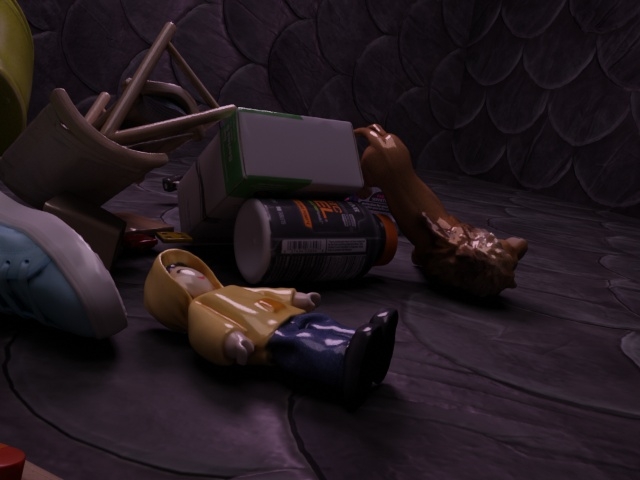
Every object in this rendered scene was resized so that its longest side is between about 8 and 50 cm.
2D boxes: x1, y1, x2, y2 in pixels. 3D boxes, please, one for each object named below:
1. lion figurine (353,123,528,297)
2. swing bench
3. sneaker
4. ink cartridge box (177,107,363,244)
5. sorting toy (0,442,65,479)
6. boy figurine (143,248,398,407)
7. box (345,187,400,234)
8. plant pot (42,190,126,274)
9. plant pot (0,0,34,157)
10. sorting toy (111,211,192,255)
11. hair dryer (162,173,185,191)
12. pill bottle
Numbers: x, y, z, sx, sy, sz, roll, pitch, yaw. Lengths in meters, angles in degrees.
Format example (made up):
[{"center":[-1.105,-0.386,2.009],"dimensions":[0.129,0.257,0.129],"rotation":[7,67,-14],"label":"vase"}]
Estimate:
[{"center":[0.155,-0.063,0.991],"dimensions":[0.392,0.142,0.240],"rotation":[44,1,-1],"label":"lion figurine"},{"center":[-0.311,-0.156,0.903],"dimensions":[0.253,0.165,0.255],"rotation":[-20,25,44],"label":"swing bench"},{"center":[-0.363,0.040,0.653],"dimensions":[0.366,0.135,0.150],"rotation":[21,48,34],"label":"sneaker"},{"center":[-0.099,-0.093,1.009],"dimensions":[0.211,0.122,0.289],"rotation":[0,-18,-32],"label":"ink cartridge box"},{"center":[-0.279,0.107,0.267],"dimensions":[0.229,0.041,0.307],"rotation":[10,-6,36],"label":"sorting toy"},{"center":[-0.063,0.080,0.634],"dimensions":[0.285,0.092,0.177],"rotation":[17,18,26],"label":"boy figurine"},{"center":[0.083,-0.112,1.443],"dimensions":[0.247,0.142,0.163],"rotation":[9,12,10],"label":"box"},{"center":[-0.327,0.003,0.820],"dimensions":[0.096,0.109,0.109],"rotation":[16,10,-12],"label":"plant pot"},{"center":[-0.665,-0.277,1.026],"dimensions":[0.366,0.366,0.353],"rotation":[-2,35,-35],"label":"plant pot"},{"center":[-0.329,-0.008,0.981],"dimensions":[0.274,0.046,0.132],"rotation":[15,15,35],"label":"sorting toy"},{"center":[-0.228,-0.106,1.481],"dimensions":[0.223,0.080,0.293],"rotation":[29,25,19],"label":"hair dryer"},{"center":[0.000,0.000,0.929],"dimensions":[0.245,0.130,0.130],"rotation":[-1,14,-31],"label":"pill bottle"}]
